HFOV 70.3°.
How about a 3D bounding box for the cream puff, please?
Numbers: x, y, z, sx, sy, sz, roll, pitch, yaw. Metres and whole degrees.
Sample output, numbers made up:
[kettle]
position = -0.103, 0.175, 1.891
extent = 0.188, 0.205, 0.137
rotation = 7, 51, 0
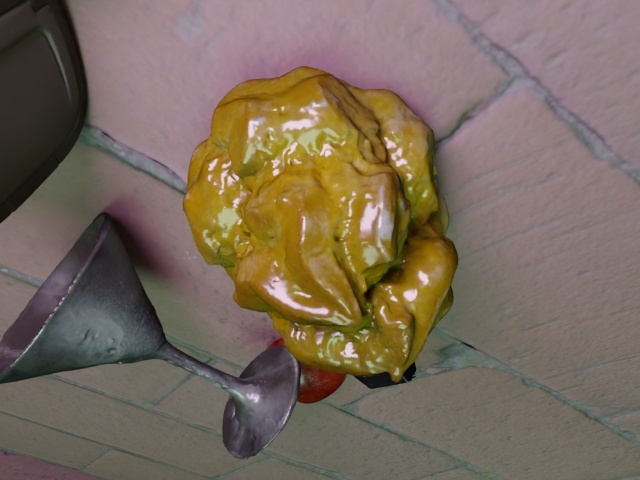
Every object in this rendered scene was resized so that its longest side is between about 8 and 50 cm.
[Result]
[cream puff]
position = -0.001, -0.001, 0.490
extent = 0.290, 0.257, 0.325
rotation = -14, 126, 11

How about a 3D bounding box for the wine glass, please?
[wine glass]
position = -0.239, 0.176, 0.716
extent = 0.406, 0.267, 0.267
rotation = 37, 130, -27

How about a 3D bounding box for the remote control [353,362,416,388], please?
[remote control]
position = 0.038, 0.151, 0.793
extent = 0.144, 0.062, 0.399
rotation = -21, 129, 27

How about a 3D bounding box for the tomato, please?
[tomato]
position = -0.040, 0.275, 0.921
extent = 0.174, 0.082, 0.166
rotation = 31, 134, -21

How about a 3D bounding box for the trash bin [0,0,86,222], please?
[trash bin]
position = -0.412, -0.151, 0.450
extent = 0.249, 0.220, 0.219
rotation = 14, 138, 5
